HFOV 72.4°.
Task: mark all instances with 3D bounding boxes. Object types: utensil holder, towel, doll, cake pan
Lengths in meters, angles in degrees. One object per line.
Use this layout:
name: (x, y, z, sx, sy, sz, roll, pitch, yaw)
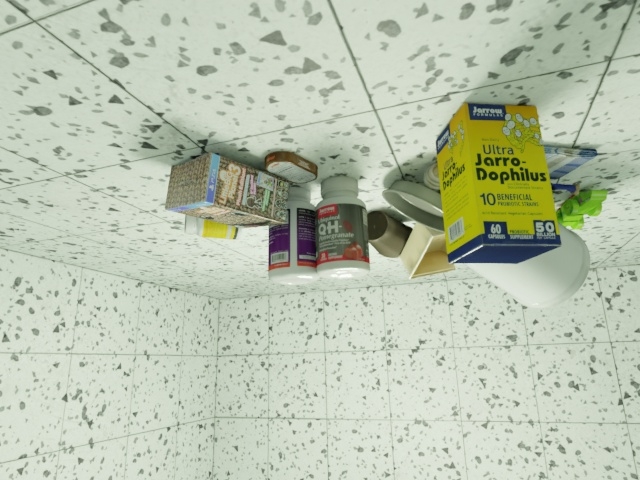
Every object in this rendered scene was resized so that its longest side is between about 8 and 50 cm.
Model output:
utensil holder: (0.702, 0.021, 1.573, 0.385, 0.328, 0.327, 30, 151, -24)
towel: (0.666, -0.234, 1.356, 0.285, 0.034, 0.209, 1, 165, -9)
doll: (0.747, -0.179, 1.451, 0.189, 0.046, 0.129, 6, -167, 15)
cake pan: (0.349, -0.115, 1.478, 0.293, 0.054, 0.293, 29, 175, 3)

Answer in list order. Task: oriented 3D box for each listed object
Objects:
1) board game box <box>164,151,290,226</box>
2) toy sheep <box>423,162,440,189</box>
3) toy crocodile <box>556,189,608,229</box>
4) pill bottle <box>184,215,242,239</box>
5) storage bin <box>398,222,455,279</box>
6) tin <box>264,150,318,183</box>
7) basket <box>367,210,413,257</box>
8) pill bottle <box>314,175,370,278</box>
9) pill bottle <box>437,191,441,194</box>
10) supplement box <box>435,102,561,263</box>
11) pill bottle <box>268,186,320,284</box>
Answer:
board game box: (-0.281, -0.139, 1.342, 0.232, 0.141, 0.291, -4, 167, 45)
toy sheep: (0.365, -0.197, 1.362, 0.091, 0.091, 0.132, -1, 158, -1)
toy crocodile: (0.980, -0.119, 1.696, 0.115, 0.105, 0.340, -2, 160, 2)
pill bottle: (-0.412, -0.068, 1.686, 0.208, 0.119, 0.119, 5, 163, -21)
storage bin: (0.489, 0.014, 1.794, 0.260, 0.123, 0.262, -8, 139, -22)
tin: (-0.086, -0.220, 1.334, 0.106, 0.040, 0.189, -19, 157, 37)
basket: (0.272, -0.028, 1.846, 0.204, 0.154, 0.227, -9, 159, 32)
pill bottle: (0.070, -0.042, 1.452, 0.176, 0.319, 0.176, -2, 164, -1)
pill bottle: (0.470, -0.145, 1.567, 0.137, 0.078, 0.078, -13, 160, 35)
supplement box: (0.427, -0.133, 1.092, 0.194, 0.357, 0.195, 0, 164, -7)
pill bottle: (-0.092, -0.015, 1.526, 0.181, 0.323, 0.181, -1, 164, 0)
